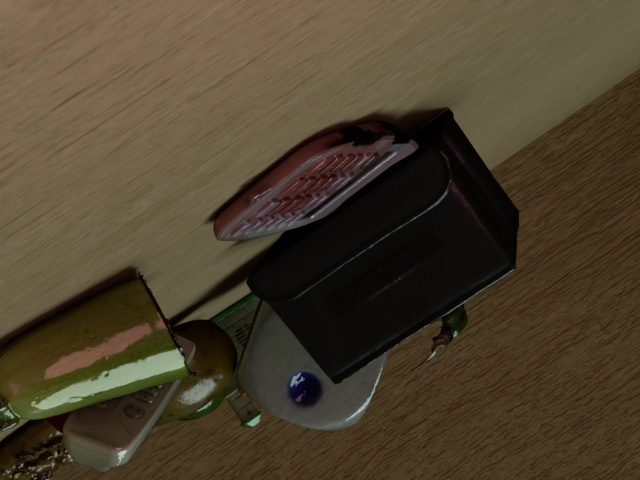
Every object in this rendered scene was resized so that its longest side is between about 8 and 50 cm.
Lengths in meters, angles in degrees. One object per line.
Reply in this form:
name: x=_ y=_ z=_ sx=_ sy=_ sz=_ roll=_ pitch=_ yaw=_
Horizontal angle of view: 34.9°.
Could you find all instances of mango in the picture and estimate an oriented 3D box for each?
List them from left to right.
mango: x=-0.303 y=0.267 z=1.860 sx=0.329 sy=0.175 sz=0.176 roll=-37 pitch=130 yaw=13

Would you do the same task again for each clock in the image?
clock: x=-0.148 y=0.268 z=2.295 sx=0.220 sy=0.255 sz=0.106 roll=-32 pitch=174 yaw=-22

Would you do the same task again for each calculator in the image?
calculator: x=-0.006 y=-0.074 z=1.243 sx=0.220 sy=0.048 sz=0.330 roll=-36 pitch=173 yaw=25

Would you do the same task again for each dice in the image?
dice: x=-0.007 y=0.172 z=1.848 sx=0.259 sy=0.243 sz=0.251 roll=-74 pitch=-176 yaw=-75

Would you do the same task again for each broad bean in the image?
broad bean: x=0.179 y=0.106 z=1.556 sx=0.098 sy=0.056 sz=0.318 roll=-34 pitch=-174 yaw=14

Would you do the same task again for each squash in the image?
squash: x=-0.267 y=0.123 z=1.094 sx=0.287 sy=0.137 sz=0.137 roll=-16 pitch=164 yaw=-40

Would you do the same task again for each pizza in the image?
pizza: x=-0.544 y=0.423 z=1.935 sx=0.161 sy=0.085 sz=0.305 roll=-3 pitch=143 yaw=-44

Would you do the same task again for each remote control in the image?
remote control: x=-0.223 y=0.180 z=1.194 sx=0.230 sy=0.090 sz=0.049 roll=-63 pitch=169 yaw=-59

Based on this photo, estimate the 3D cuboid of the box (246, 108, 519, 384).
box: x=0.107 y=0.004 z=1.520 sx=0.345 sy=0.204 sz=0.251 roll=-35 pitch=-171 yaw=20

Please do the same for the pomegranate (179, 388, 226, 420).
pomegranate: x=-0.300 y=0.282 z=2.056 sx=0.224 sy=0.181 sz=0.181 roll=-6 pitch=160 yaw=-30

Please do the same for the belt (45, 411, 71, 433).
belt: x=-0.320 y=0.217 z=1.500 sx=0.201 sy=0.124 sz=0.128 roll=-35 pitch=158 yaw=-57
